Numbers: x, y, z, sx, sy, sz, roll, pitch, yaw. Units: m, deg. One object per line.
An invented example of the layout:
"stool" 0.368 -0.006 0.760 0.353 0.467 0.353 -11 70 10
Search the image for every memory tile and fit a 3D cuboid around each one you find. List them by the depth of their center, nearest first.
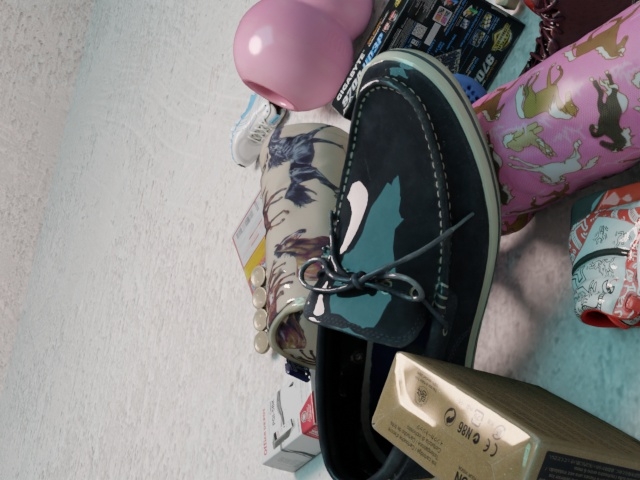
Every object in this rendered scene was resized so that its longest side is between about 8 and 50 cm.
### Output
"memory tile" -0.069 0.103 1.580 0.113 0.012 0.147 -20 66 43

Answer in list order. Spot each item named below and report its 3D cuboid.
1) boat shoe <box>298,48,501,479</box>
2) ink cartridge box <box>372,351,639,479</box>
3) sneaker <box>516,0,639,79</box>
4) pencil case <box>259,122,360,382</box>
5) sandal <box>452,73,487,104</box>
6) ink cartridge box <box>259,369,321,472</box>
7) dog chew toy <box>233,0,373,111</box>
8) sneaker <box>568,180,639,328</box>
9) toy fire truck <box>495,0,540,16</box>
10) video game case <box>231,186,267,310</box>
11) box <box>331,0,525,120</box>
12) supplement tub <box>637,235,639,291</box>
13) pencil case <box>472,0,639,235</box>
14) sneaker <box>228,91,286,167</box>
"boat shoe" 0.076 0.050 1.057 0.187 0.156 0.499 18 114 41
"ink cartridge box" 0.190 0.194 0.922 0.235 0.193 0.088 26 97 62
"sneaker" 0.256 -0.245 1.134 0.281 0.163 0.106 -52 33 28
"pencil case" 0.000 0.000 1.407 0.160 0.183 0.410 -18 43 11
"sandal" 0.151 -0.051 1.202 0.138 0.126 0.317 124 155 -84
"ink cartridge box" -0.029 0.255 1.408 0.135 0.056 0.099 -45 37 37
"dog chew toy" -0.006 -0.387 1.669 0.331 0.207 0.207 -61 28 -4
"sneaker" 0.336 0.003 0.910 0.270 0.090 0.144 -29 49 55
"toy fire truck" 0.268 -0.352 1.308 0.135 0.047 0.192 -41 40 42
"video game case" -0.070 -0.007 1.692 0.204 0.025 0.285 -57 30 21
"box" 0.142 -0.232 1.312 0.220 0.175 0.051 -61 30 16
"supplement tub" 0.362 0.037 0.642 0.191 0.272 0.191 -39 41 44
"pencil case" 0.279 -0.126 1.010 0.386 0.167 0.160 -28 28 51
"sneaker" -0.110 -0.225 1.865 0.083 0.071 0.190 27 95 56
